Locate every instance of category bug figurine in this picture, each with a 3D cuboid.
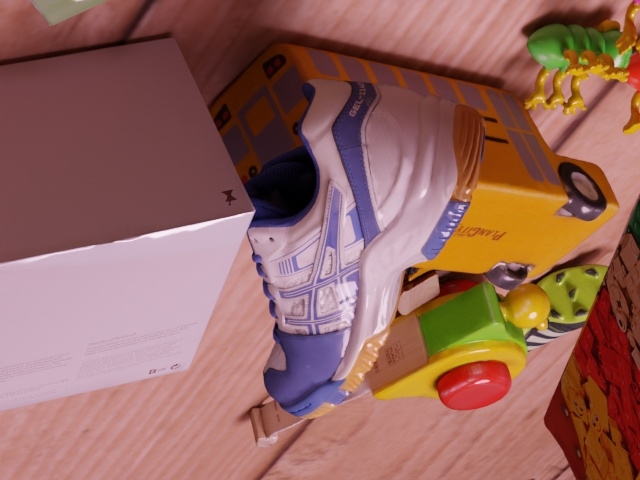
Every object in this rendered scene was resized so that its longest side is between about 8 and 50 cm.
[{"bbox_3d":[0.280,-0.160,1.437,0.216,0.072,0.279,1,163,-27],"label":"bug figurine"}]

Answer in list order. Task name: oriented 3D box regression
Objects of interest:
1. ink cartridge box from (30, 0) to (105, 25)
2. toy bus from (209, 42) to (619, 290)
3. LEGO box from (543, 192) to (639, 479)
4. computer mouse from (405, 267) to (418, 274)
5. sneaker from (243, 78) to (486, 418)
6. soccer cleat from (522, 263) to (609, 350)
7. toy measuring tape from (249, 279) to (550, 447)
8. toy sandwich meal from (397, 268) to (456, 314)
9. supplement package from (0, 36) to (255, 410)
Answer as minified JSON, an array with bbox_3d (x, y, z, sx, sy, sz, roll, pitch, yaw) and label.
[{"bbox_3d":[-0.136,-0.199,1.034,0.109,0.062,0.209,-26,164,0],"label":"ink cartridge box"},{"bbox_3d":[0.078,-0.051,1.434,0.332,0.130,0.108,6,139,-47],"label":"toy bus"},{"bbox_3d":[0.405,0.027,1.007,0.500,0.193,0.372,-18,155,-13],"label":"LEGO box"},{"bbox_3d":[0.037,-0.006,1.582,0.193,0.042,0.106,-2,146,-40],"label":"computer mouse"},{"bbox_3d":[0.000,0.000,1.279,0.131,0.112,0.296,18,132,-9],"label":"sneaker"},{"bbox_3d":[0.222,0.073,1.887,0.179,0.060,0.072,-28,164,21],"label":"soccer cleat"},{"bbox_3d":[0.087,0.125,1.805,0.330,0.121,0.121,-30,155,30],"label":"toy measuring tape"},{"bbox_3d":[0.098,0.034,1.724,0.085,0.029,0.085,-20,154,-10],"label":"toy sandwich meal"},{"bbox_3d":[-0.177,-0.004,1.272,0.194,0.149,0.203,-12,151,-25],"label":"supplement package"}]
